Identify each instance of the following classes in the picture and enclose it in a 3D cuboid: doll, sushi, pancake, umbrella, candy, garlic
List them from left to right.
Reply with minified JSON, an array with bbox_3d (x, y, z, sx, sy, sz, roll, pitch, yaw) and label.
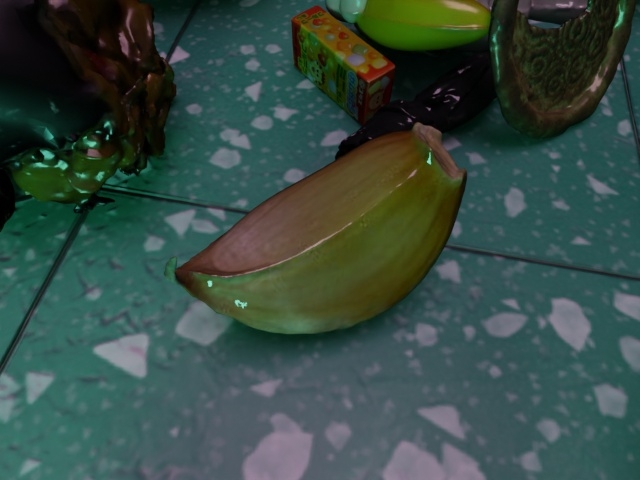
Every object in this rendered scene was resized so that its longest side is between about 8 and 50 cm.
[{"bbox_3d":[-0.215,-0.130,0.396,0.204,0.200,0.213,-25,39,-16],"label":"sushi"},{"bbox_3d":[0.005,0.008,0.367,0.206,0.128,0.115,-29,104,-11],"label":"garlic"},{"bbox_3d":[0.020,-0.177,0.507,0.038,0.062,0.122,-34,65,-19],"label":"candy"},{"bbox_3d":[0.115,-0.129,0.484,0.235,0.059,0.066,-36,23,-25],"label":"umbrella"},{"bbox_3d":[0.139,-0.255,0.518,0.237,0.111,0.252,-26,41,-35],"label":"doll"},{"bbox_3d":[0.227,-0.183,0.458,0.190,0.184,0.020,-49,37,-7],"label":"pancake"}]
